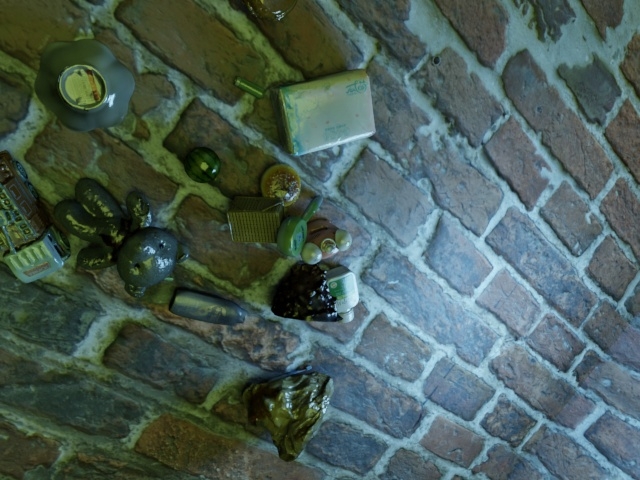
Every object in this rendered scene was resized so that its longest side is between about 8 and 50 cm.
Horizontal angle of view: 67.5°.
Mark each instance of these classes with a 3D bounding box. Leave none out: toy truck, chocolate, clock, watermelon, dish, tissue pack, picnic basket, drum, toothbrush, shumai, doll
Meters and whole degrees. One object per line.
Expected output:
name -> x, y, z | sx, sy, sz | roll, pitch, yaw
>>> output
toy truck -> -0.738, -0.046, 1.154 | 0.136, 0.162, 0.306 | -26, 117, -12
chocolate -> -0.044, 0.152, 1.498 | 0.223, 0.206, 0.177 | 4, 87, 17
clock -> 0.000, 0.000, 1.474 | 0.165, 0.162, 0.093 | -23, 113, -14
watermelon -> -0.320, -0.202, 1.309 | 0.108, 0.109, 0.109 | -7, 111, -20
dish -> -0.568, -0.370, 1.154 | 0.229, 0.081, 0.230 | -7, 111, -20
tissue pack -> 0.010, -0.366, 1.370 | 0.270, 0.124, 0.202 | -18, 118, -16
picnic basket -> -0.182, -0.058, 1.377 | 0.164, 0.080, 0.115 | 2, 129, 6
drum -> -0.057, -0.067, 1.401 | 0.130, 0.049, 0.253 | 74, 34, -53
toothbrush -> -0.107, 0.470, 1.683 | 0.161, 0.014, 0.017 | -16, 128, -16
shumai -> -0.121, 0.543, 1.628 | 0.262, 0.267, 0.314 | 37, 68, -2
doll -> -0.525, -0.007, 1.258 | 0.246, 0.158, 0.340 | -48, 117, -15

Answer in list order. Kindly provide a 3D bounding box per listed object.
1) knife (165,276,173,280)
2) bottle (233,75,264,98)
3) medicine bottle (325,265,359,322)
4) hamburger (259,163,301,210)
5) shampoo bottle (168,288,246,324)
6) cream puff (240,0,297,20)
knife -> -0.478, 0.106, 1.404 | 0.090, 0.005, 0.014 | 11, 105, -25
bottle -> -0.196, -0.420, 1.316 | 0.083, 0.030, 0.030 | 22, 99, -27
medicine bottle -> 0.068, 0.186, 1.621 | 0.119, 0.069, 0.183 | -19, 116, -20
hamburger -> -0.119, -0.156, 1.413 | 0.126, 0.081, 0.141 | 13, 103, -24
shampoo bottle -> -0.342, 0.210, 1.472 | 0.233, 0.049, 0.087 | 19, 102, -27
cream puff -> -0.133, -0.642, 1.214 | 0.165, 0.115, 0.150 | -43, 126, -13
